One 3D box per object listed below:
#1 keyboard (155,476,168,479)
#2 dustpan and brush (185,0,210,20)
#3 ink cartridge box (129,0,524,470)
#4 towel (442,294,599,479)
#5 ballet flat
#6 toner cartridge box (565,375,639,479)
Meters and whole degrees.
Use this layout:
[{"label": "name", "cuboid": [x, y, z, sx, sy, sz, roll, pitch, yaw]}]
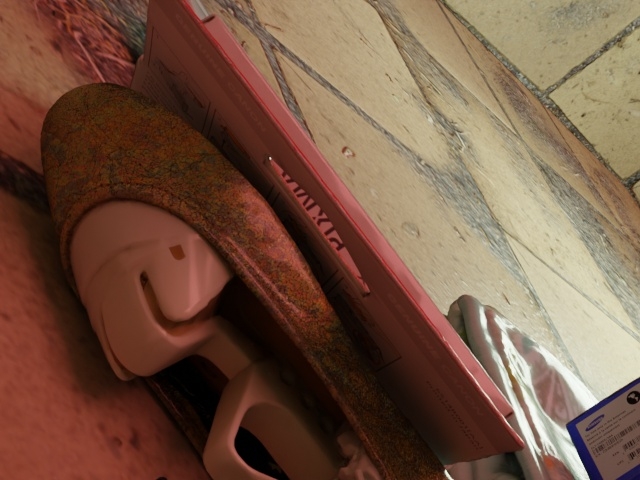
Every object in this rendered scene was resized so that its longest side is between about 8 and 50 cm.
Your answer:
[{"label": "keyboard", "cuboid": [-0.029, 0.186, 0.538, 0.180, 0.023, 0.108, 48, 28, 5]}, {"label": "dustpan and brush", "cuboid": [-0.091, -0.105, 0.937, 0.147, 0.060, 0.211, 58, 8, -24]}, {"label": "ink cartridge box", "cuboid": [0.000, 0.000, 0.700, 0.296, 0.066, 0.261, 53, -20, 4]}, {"label": "towel", "cuboid": [0.214, 0.235, 0.958, 0.320, 0.090, 0.374, 43, 20, -22]}, {"label": "ballet flat", "cuboid": [-0.045, 0.067, 0.626, 0.348, 0.123, 0.123, 52, 18, 0]}, {"label": "toner cartridge box", "cuboid": [0.356, 0.202, 0.978, 0.348, 0.165, 0.075, 41, 22, -39]}]
